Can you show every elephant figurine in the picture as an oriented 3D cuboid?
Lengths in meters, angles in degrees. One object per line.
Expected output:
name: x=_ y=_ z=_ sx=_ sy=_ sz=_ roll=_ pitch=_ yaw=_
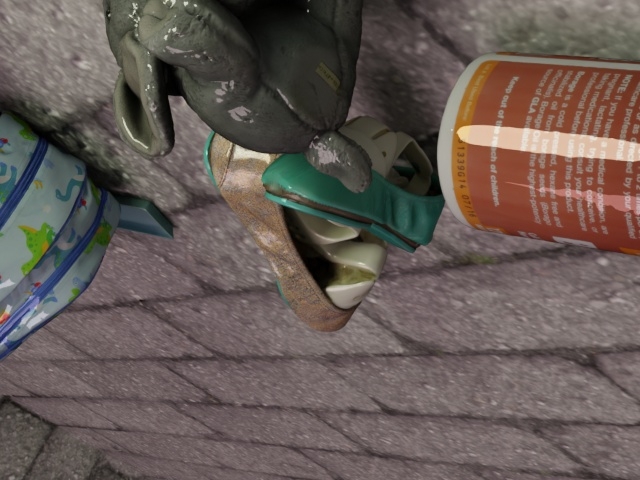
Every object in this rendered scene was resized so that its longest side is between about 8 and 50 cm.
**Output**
elephant figurine: x=-0.085 y=-0.140 z=0.791 sx=0.169 sy=0.186 sz=0.239 roll=16 pitch=172 yaw=-37

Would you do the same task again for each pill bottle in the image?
pill bottle: x=0.192 y=-0.051 z=0.712 sx=0.216 sy=0.121 sz=0.121 roll=11 pitch=154 yaw=34

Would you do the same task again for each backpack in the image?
backpack: x=-0.394 y=0.010 z=1.297 sx=0.273 sy=0.290 sz=0.355 roll=28 pitch=132 yaw=-8

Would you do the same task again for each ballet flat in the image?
ballet flat: x=0.000 y=0.000 z=1.072 sx=0.106 sy=0.107 sz=0.316 roll=4 pitch=152 yaw=29
ballet flat: x=0.033 y=-0.050 z=0.876 sx=0.083 sy=0.087 sz=0.247 roll=25 pitch=-176 yaw=26

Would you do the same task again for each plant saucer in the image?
plant saucer: x=-0.261 y=-0.038 z=1.381 sx=0.192 sy=0.018 sz=0.067 roll=10 pitch=153 yaw=33
